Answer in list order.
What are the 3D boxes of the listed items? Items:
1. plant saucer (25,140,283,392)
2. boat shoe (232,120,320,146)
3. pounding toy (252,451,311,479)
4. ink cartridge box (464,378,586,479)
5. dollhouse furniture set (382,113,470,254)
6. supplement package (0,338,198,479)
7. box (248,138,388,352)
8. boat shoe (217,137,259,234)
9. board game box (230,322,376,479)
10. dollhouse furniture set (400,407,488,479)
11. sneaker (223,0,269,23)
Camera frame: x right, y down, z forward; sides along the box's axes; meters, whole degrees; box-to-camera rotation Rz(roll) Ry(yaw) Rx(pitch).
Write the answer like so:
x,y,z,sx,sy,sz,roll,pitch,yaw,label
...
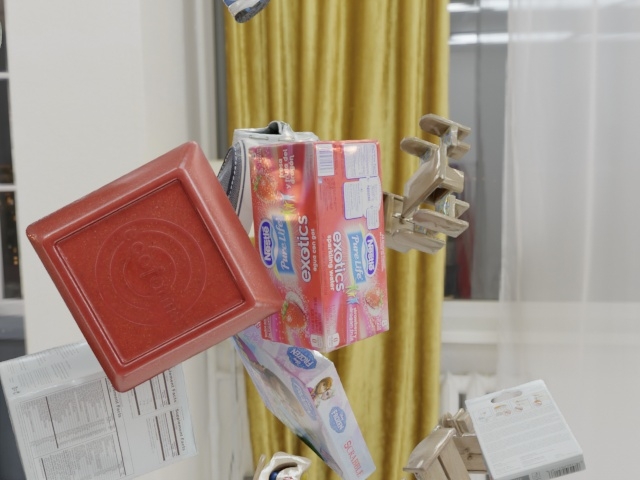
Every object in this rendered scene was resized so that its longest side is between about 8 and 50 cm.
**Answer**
x,y,z,sx,sy,sz,roll,pitch,yaw,label
-0.218,0.040,0.886,0.259,0.258,0.048,-28,7,-1,plant saucer
-0.085,-0.211,1.410,0.083,0.076,0.226,21,29,38,boat shoe
-0.093,0.628,1.729,0.154,0.155,0.269,22,23,16,pounding toy
0.330,0.318,1.117,0.145,0.045,0.179,-18,26,5,ink cartridge box
0.143,-0.089,1.232,0.161,0.212,0.242,17,-31,-14,dollhouse furniture set
-0.375,0.283,1.142,0.262,0.198,0.199,-14,14,-27,supplement package
0.000,0.000,1.029,0.142,0.300,0.154,3,10,44,box
-0.218,-0.029,1.223,0.158,0.341,0.127,9,18,-21,boat shoe
-0.051,0.290,1.336,0.066,0.319,0.318,-37,38,-21,board game box
0.267,0.561,1.481,0.173,0.303,0.355,-18,10,45,dollhouse furniture set
-0.085,-0.463,1.153,0.211,0.081,0.080,-43,7,-18,sneaker
